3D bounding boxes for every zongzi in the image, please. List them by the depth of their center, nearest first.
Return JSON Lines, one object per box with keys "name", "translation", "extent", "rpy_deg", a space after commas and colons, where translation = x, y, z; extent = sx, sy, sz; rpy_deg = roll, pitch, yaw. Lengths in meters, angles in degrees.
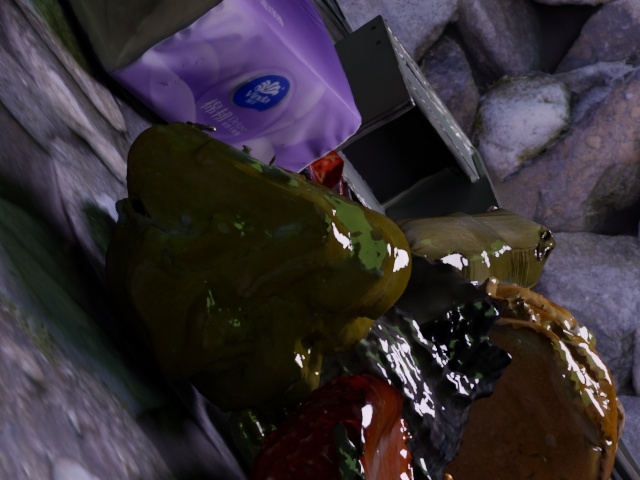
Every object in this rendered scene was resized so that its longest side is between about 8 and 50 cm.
{"name": "zongzi", "translation": [0.135, 0.103, 2.232], "extent": [0.251, 0.274, 0.125], "rpy_deg": [-2, 21, -43]}

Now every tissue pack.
{"name": "tissue pack", "translation": [-0.110, -0.216, 1.845], "extent": [0.242, 0.160, 0.338], "rpy_deg": [63, 12, 26]}

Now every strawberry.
{"name": "strawberry", "translation": [0.008, 0.157, 1.328], "extent": [0.228, 0.098, 0.174], "rpy_deg": [-82, 157, -55]}

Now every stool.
{"name": "stool", "translation": [0.089, -0.099, 2.408], "extent": [0.243, 0.170, 0.269], "rpy_deg": [52, 12, -26]}

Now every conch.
{"name": "conch", "translation": [0.025, 0.096, 1.579], "extent": [0.240, 0.186, 0.313], "rpy_deg": [46, 32, -9]}

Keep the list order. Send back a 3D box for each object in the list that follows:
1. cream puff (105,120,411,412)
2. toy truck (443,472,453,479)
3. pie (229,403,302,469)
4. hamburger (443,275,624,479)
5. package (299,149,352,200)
{"name": "cream puff", "translation": [-0.045, 0.031, 1.358], "extent": [0.221, 0.195, 0.195], "rpy_deg": [19, 35, -42]}
{"name": "toy truck", "translation": [0.218, 0.290, 1.632], "extent": [0.114, 0.270, 0.135], "rpy_deg": [-79, -178, -52]}
{"name": "pie", "translation": [-0.028, 0.133, 1.418], "extent": [0.084, 0.084, 0.020], "rpy_deg": [57, -25, -2]}
{"name": "hamburger", "translation": [0.153, 0.156, 1.808], "extent": [0.211, 0.260, 0.245], "rpy_deg": [-34, 134, -70]}
{"name": "package", "translation": [-0.031, -0.108, 2.151], "extent": [0.269, 0.071, 0.194], "rpy_deg": [61, -12, 18]}
